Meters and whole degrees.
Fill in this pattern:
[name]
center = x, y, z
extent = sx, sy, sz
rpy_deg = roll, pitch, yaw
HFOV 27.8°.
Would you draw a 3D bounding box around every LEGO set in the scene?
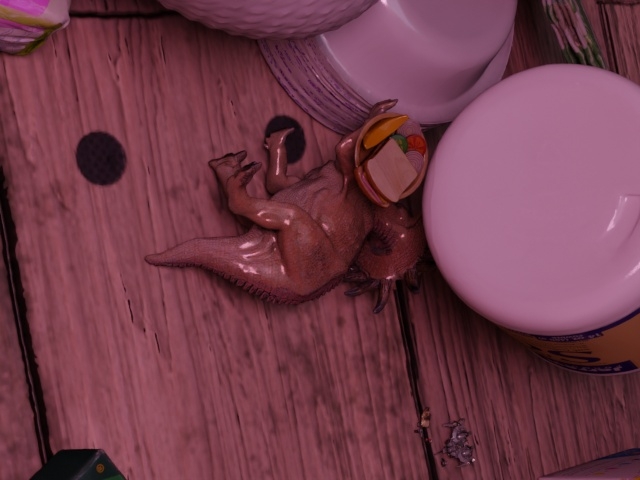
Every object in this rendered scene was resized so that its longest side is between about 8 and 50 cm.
[LEGO set]
center = 0.132, 0.200, 1.297
extent = 0.083, 0.023, 0.054
rpy_deg = 21, 70, -33

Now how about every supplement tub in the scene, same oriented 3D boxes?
[supplement tub]
center = 0.254, -0.002, 1.226
extent = 0.331, 0.241, 0.241
rpy_deg = 33, 59, -62

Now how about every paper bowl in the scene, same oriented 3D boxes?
[paper bowl]
center = 0.078, -0.248, 1.260
extent = 0.284, 0.148, 0.284
rpy_deg = 7, 79, -35

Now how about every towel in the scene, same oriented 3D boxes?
[towel]
center = 0.211, -0.307, 1.304
extent = 0.325, 0.038, 0.247
rpy_deg = 37, 35, -59

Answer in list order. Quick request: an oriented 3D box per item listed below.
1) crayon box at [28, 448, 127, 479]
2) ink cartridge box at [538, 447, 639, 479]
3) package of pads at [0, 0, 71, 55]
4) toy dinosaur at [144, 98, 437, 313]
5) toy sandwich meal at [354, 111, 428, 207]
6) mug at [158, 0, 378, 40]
[crayon box]
center = -0.227, 0.336, 0.966
extent = 0.318, 0.081, 0.202
rpy_deg = -46, 110, -33
[ink cartridge box]
center = 0.376, 0.308, 1.331
extent = 0.171, 0.233, 0.168
rpy_deg = -7, 86, -38
[package of pads]
center = -0.325, -0.285, 0.989
extent = 0.297, 0.101, 0.229
rpy_deg = 16, 71, -33
[toy dinosaur]
center = 0.000, 0.000, 1.177
extent = 0.296, 0.127, 0.200
rpy_deg = -28, 106, -31
[toy sandwich meal]
center = 0.064, -0.072, 1.126
extent = 0.086, 0.029, 0.085
rpy_deg = -1, 93, -31
[mug]
center = -0.074, -0.339, 1.021
extent = 0.374, 0.276, 0.328
rpy_deg = 61, 10, 18
